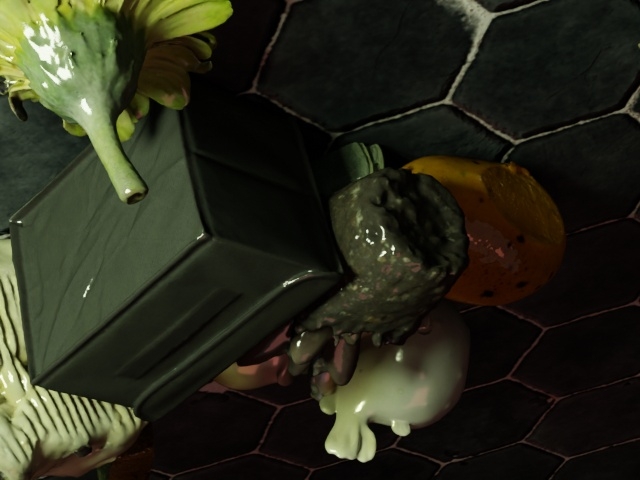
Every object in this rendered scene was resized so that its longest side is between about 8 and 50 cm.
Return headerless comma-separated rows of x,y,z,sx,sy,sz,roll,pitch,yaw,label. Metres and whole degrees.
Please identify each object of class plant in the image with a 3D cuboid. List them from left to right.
-0.248,-0.167,1.545,0.306,0.297,0.261,2,172,-38,plant
0.021,0.049,1.829,0.194,0.181,0.321,17,138,-32,plant

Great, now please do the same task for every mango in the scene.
0.182,-0.016,1.961,0.191,0.159,0.290,-28,139,32,mango

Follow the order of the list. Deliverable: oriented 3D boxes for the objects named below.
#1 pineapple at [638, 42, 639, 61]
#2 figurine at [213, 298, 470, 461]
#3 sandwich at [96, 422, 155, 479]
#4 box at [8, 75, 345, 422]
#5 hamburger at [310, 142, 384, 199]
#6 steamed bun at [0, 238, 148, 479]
0.437,-0.278,1.685,0.175,0.175,0.361,-11,131,-4,pineapple
0.007,0.177,2.112,0.394,0.274,0.226,6,142,2,figurine
-0.287,0.278,2.192,0.065,0.186,0.214,-6,148,-16,sandwich
-0.182,0.011,1.781,0.204,0.251,0.345,20,132,-40,box
0.029,-0.066,1.891,0.121,0.084,0.054,-29,142,18,hamburger
-0.414,0.186,1.875,0.394,0.346,0.237,36,130,-28,steamed bun
